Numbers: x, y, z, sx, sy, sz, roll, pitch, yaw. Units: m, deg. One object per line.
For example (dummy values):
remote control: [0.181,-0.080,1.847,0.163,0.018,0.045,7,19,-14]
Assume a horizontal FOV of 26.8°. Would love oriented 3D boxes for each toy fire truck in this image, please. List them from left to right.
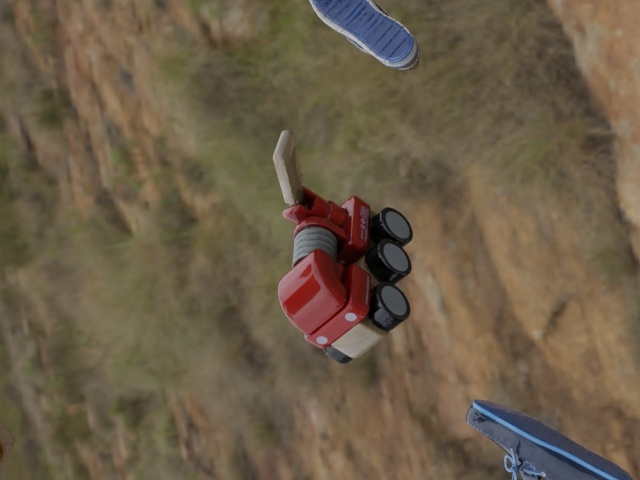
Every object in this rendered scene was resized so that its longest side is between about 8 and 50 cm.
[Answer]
toy fire truck: [0.000,0.000,1.710,0.158,0.246,0.217,-41,28,35]

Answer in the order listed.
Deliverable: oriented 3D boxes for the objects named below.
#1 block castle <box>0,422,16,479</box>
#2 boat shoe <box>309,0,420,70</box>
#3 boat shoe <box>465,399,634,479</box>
block castle: [-0.652,0.334,1.766,0.303,0.453,0.213,-88,18,-64]
boat shoe: [0.051,-0.262,1.635,0.183,0.066,0.066,49,-175,26]
boat shoe: [0.311,0.315,1.878,0.089,0.258,0.109,-63,-15,14]
